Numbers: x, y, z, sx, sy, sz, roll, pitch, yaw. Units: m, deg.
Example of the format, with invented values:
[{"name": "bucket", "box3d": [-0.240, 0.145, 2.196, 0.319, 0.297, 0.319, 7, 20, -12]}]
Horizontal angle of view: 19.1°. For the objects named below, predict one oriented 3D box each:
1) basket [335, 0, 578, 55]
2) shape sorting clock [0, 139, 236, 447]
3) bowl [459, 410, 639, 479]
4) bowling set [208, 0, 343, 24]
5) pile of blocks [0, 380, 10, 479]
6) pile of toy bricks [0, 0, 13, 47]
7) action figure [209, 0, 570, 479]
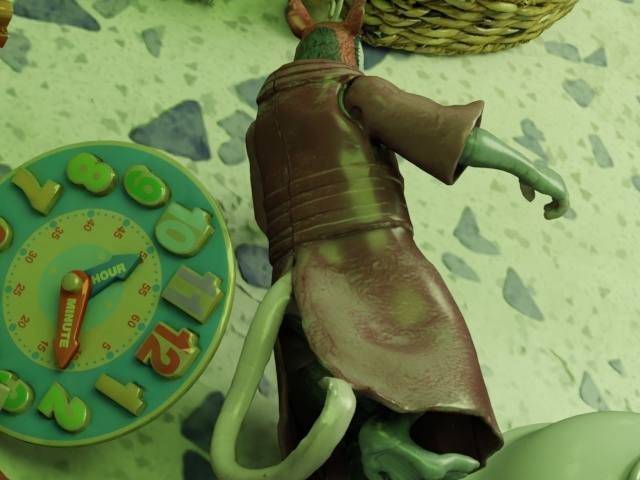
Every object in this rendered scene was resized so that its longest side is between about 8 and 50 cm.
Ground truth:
[{"name": "basket", "box3d": [0.152, -0.301, 1.614, 0.299, 0.223, 0.213, -17, 67, -40]}, {"name": "shape sorting clock", "box3d": [-0.153, 0.031, 1.214, 0.206, 0.040, 0.206, -4, 71, 12]}, {"name": "bowl", "box3d": [0.238, 0.232, 1.329, 0.298, 0.134, 0.298, 16, 51, -21]}, {"name": "bowling set", "box3d": [-0.108, -0.283, 1.517, 0.200, 0.154, 0.287, -18, 68, -20]}, {"name": "pile of blocks", "box3d": [-0.226, 0.167, 1.062, 0.112, 0.149, 0.362, 26, 50, -17]}, {"name": "pile of toy bricks", "box3d": [-0.277, -0.233, 1.371, 0.118, 0.105, 0.212, 0, 57, -32]}, {"name": "action figure", "box3d": [0.000, 0.000, 1.268, 0.275, 0.248, 0.370, 5, 68, -43]}]
